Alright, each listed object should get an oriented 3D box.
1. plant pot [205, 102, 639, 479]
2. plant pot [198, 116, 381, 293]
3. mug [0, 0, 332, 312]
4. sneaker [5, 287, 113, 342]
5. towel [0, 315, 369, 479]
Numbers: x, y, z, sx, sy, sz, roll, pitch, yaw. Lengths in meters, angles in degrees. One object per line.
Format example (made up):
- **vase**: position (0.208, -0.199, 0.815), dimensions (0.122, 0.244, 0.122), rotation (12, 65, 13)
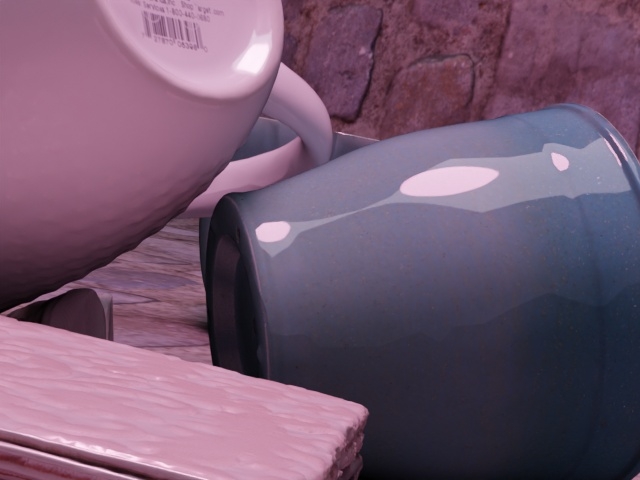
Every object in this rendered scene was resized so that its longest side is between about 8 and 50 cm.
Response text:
- **plant pot**: position (0.062, 0.050, 0.942), dimensions (0.255, 0.271, 0.271), rotation (-5, 9, -17)
- **plant pot**: position (0.000, 0.000, 1.487), dimensions (0.293, 0.235, 0.293), rotation (12, 4, -1)
- **mug**: position (-0.160, -0.099, 0.975), dimensions (0.374, 0.276, 0.328), rotation (21, -32, -40)
- **sneaker**: position (-0.211, 0.077, 1.064), dimensions (0.094, 0.080, 0.212), rotation (-1, -2, -5)
- **towel**: position (-0.144, 0.074, 0.611), dimensions (0.317, 0.053, 0.332), rotation (13, -1, 8)
